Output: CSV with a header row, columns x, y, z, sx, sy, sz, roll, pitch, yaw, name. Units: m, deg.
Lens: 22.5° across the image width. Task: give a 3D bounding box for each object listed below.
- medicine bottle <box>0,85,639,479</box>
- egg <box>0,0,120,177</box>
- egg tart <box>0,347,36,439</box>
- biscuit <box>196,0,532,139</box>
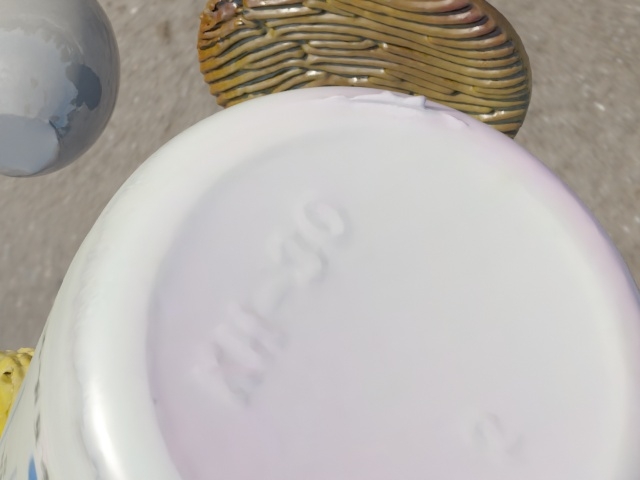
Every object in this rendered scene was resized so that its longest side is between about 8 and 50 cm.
x,y,z,sx,sy,sz,roll,pitch,yaw,name
-0.021,0.081,0.533,0.170,0.293,0.170,6,67,-14,medicine bottle
-0.281,-0.167,1.562,0.176,0.232,0.176,4,132,5,egg
-0.281,0.239,1.062,0.388,0.388,0.169,-38,108,8,egg tart
0.038,-0.151,1.491,0.318,0.040,0.318,10,147,7,biscuit
